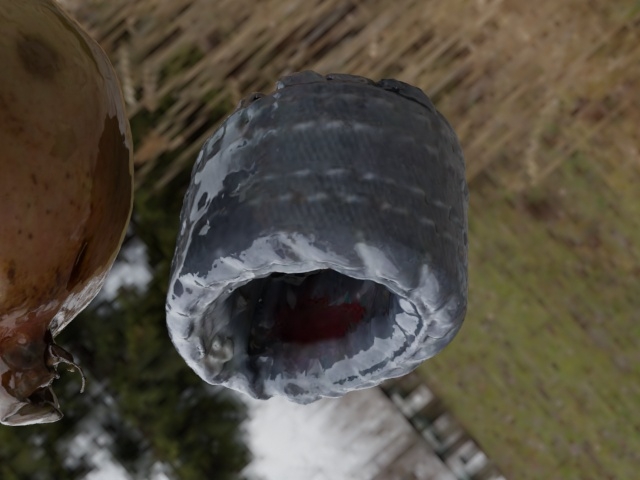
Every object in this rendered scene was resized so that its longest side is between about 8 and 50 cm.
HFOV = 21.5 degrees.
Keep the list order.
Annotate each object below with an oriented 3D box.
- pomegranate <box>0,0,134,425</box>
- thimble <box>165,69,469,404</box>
[{"bbox_3d":[-0.269,-0.015,1.086,0.338,0.338,0.338,49,-177,-3],"label":"pomegranate"},{"bbox_3d":[0.000,0.000,1.205,0.236,0.205,0.172,114,165,-53],"label":"thimble"}]
